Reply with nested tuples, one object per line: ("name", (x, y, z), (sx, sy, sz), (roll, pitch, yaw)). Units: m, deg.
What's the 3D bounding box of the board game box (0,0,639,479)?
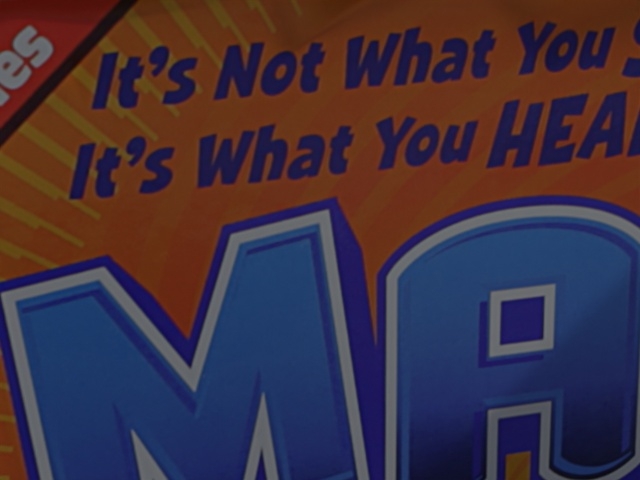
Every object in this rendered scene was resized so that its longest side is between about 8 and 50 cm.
("board game box", (-0.009, 0.042, 0.716), (0.356, 0.356, 0.356), (-6, -161, -19))
